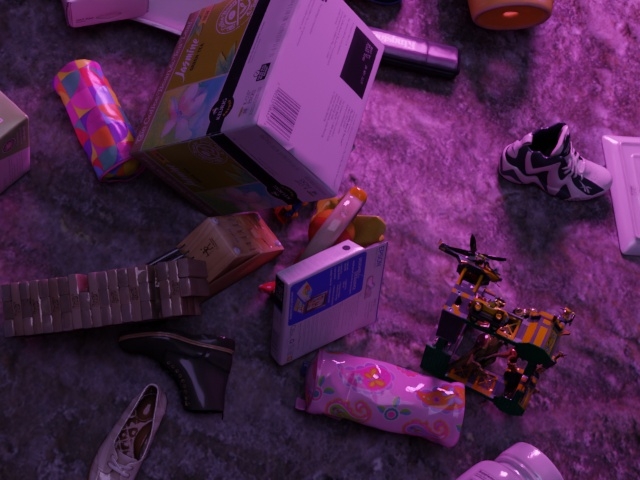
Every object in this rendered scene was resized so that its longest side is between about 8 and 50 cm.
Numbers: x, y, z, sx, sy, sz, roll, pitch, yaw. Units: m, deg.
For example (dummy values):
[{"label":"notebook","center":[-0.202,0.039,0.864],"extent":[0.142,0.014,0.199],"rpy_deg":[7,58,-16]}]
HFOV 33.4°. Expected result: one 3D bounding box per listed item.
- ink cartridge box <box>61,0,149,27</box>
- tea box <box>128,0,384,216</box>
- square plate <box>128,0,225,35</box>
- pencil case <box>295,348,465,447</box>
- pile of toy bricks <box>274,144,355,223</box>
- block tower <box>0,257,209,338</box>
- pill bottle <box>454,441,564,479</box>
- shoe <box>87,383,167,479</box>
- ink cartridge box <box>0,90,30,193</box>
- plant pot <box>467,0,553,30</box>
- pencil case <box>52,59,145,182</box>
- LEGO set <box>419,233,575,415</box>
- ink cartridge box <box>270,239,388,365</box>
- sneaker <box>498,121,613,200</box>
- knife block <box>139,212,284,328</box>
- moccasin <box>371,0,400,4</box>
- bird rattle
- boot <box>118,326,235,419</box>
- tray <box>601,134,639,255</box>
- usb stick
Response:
[{"label":"ink cartridge box","center":[-0.426,-0.525,2.012],"extent":[0.158,0.092,0.218],"rpy_deg":[-14,73,-15]},{"label":"tea box","center":[-0.108,-0.245,1.859],"extent":[0.220,0.323,0.329],"rpy_deg":[40,56,-36]},{"label":"square plate","center":[-0.269,-0.546,2.132],"extent":[0.344,0.049,0.347],"rpy_deg":[18,64,-5]},{"label":"pencil case","center":[0.106,0.270,1.830],"extent":[0.284,0.124,0.124],"rpy_deg":[14,64,-6]},{"label":"pile of toy bricks","center":[-0.046,-0.146,1.994],"extent":[0.105,0.118,0.212],"rpy_deg":[24,69,42]},{"label":"block tower","center":[-0.354,0.096,1.721],"extent":[0.335,0.097,0.091],"rpy_deg":[-9,83,13]},{"label":"pill bottle","center":[0.263,0.465,1.754],"extent":[0.283,0.160,0.160],"rpy_deg":[-31,77,-23]},{"label":"shoe","center":[-0.315,0.329,1.733],"extent":[0.076,0.058,0.219],"rpy_deg":[25,64,-2]},{"label":"ink cartridge box","center":[-0.650,-0.089,1.753],"extent":[0.119,0.207,0.353],"rpy_deg":[42,64,5]},{"label":"plant pot","center":[0.390,-0.574,2.207],"extent":[0.254,0.254,0.239],"rpy_deg":[1,83,-13]},{"label":"pencil case","center":[-0.401,-0.215,1.932],"extent":[0.104,0.104,0.236],"rpy_deg":[-22,72,-21]},{"label":"LEGO set","center":[0.313,0.135,1.845],"extent":[0.255,0.331,0.192],"rpy_deg":[21,60,19]},{"label":"ink cartridge box","center":[0.013,0.099,1.828],"extent":[0.208,0.206,0.045],"rpy_deg":[-22,49,-27]},{"label":"sneaker","center":[0.481,-0.158,2.081],"extent":[0.235,0.153,0.094],"rpy_deg":[18,66,-5]},{"label":"knife block","center":[-0.220,0.061,1.871],"extent":[0.088,0.242,0.275],"rpy_deg":[54,22,11]},{"label":"moccasin","center":[0.037,-0.573,2.152],"extent":[0.342,0.117,0.138],"rpy_deg":[1,70,-23]},{"label":"bird rattle","center":[0.000,0.000,1.875],"extent":[0.143,0.207,0.253],"rpy_deg":[43,61,9]},{"label":"boot","center":[-0.246,0.223,1.792],"extent":[0.198,0.077,0.137],"rpy_deg":[6,71,-9]},{"label":"tray","center":[0.661,-0.097,2.166],"extent":[0.145,0.030,0.270],"rpy_deg":[2,67,-12]},{"label":"usb stick","center":[0.151,-0.389,2.164],"extent":[0.278,0.045,0.077],"rpy_deg":[12,66,-8]}]
